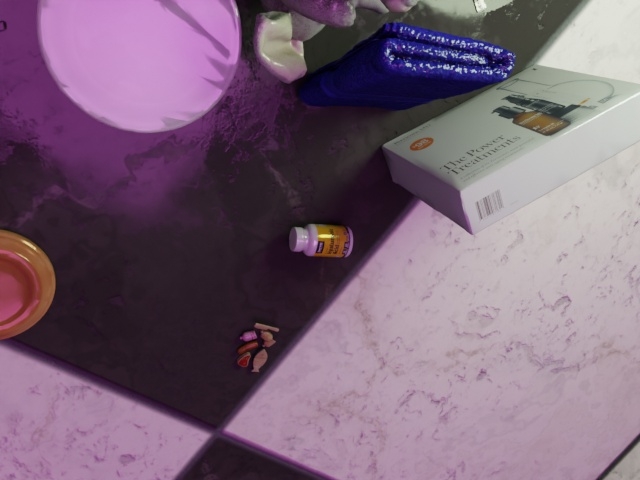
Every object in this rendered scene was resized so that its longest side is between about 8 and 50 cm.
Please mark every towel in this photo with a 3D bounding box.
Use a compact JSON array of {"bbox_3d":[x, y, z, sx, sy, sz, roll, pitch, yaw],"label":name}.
[{"bbox_3d":[0.120,-0.266,0.873,0.227,0.308,0.076,-4,96,-23],"label":"towel"}]

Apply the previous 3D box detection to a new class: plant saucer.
[{"bbox_3d":[-0.544,0.080,0.904,0.200,0.037,0.200,-10,113,-25],"label":"plant saucer"}]

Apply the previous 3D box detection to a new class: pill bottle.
[{"bbox_3d":[0.000,0.000,1.083,0.116,0.065,0.065,2,112,-22],"label":"pill bottle"}]

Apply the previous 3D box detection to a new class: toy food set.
[{"bbox_3d":[-0.139,0.221,1.158,0.078,0.019,0.122,19,113,-27],"label":"toy food set"}]

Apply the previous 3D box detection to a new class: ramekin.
[{"bbox_3d":[-0.259,-0.303,0.804,0.273,0.127,0.273,-8,116,-17],"label":"ramekin"}]

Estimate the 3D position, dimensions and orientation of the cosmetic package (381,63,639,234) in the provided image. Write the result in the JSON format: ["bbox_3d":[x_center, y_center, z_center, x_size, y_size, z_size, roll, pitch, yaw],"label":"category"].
[{"bbox_3d":[0.343,-0.185,1.006,0.377,0.284,0.097,-29,119,-8],"label":"cosmetic package"}]

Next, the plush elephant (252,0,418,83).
[{"bbox_3d":[-0.001,-0.373,0.757,0.330,0.255,0.272,0,77,11],"label":"plush elephant"}]

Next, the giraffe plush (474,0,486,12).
[{"bbox_3d":[0.277,-0.469,0.914,0.181,0.170,0.210,-48,121,4],"label":"giraffe plush"}]
